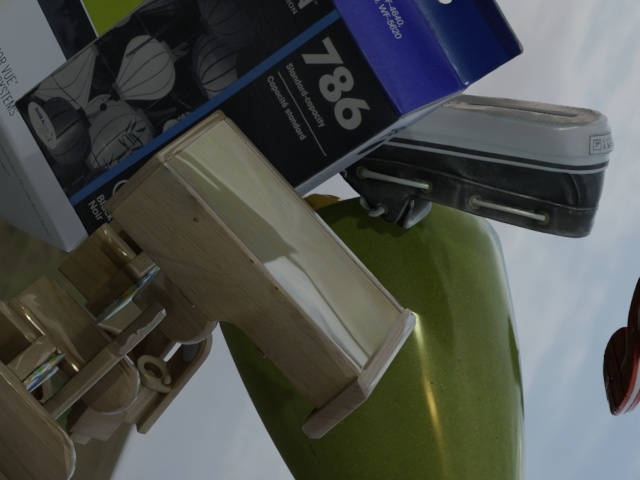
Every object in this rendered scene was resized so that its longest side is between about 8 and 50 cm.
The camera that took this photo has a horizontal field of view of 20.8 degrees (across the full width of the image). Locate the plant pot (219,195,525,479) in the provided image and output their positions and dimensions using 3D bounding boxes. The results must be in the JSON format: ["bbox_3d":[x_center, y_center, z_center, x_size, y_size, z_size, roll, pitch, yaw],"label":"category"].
[{"bbox_3d":[0.069,0.157,1.549,0.275,0.275,0.293,116,-32,-44],"label":"plant pot"}]

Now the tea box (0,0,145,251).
[{"bbox_3d":[-0.229,-0.235,1.502,0.323,0.220,0.329,-44,138,-24],"label":"tea box"}]

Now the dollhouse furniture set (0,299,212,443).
[{"bbox_3d":[-0.172,0.069,1.356,0.123,0.151,0.144,-51,-144,29],"label":"dollhouse furniture set"}]

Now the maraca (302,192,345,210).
[{"bbox_3d":[0.000,0.000,1.634,0.186,0.099,0.127,-30,178,-7],"label":"maraca"}]

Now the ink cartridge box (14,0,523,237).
[{"bbox_3d":[-0.044,-0.107,1.156,0.333,0.165,0.065,-33,174,30],"label":"ink cartridge box"}]

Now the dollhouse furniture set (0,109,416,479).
[{"bbox_3d":[-0.096,0.074,0.959,0.242,0.161,0.212,-42,-178,25],"label":"dollhouse furniture set"}]

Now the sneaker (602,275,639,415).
[{"bbox_3d":[0.382,0.115,1.848,0.221,0.128,0.087,103,-15,-54],"label":"sneaker"}]

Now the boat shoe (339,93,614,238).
[{"bbox_3d":[0.074,-0.065,1.459,0.121,0.335,0.119,-23,121,-62],"label":"boat shoe"}]
